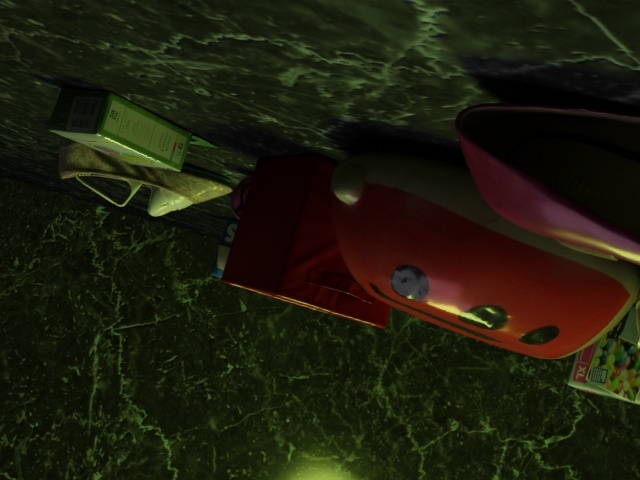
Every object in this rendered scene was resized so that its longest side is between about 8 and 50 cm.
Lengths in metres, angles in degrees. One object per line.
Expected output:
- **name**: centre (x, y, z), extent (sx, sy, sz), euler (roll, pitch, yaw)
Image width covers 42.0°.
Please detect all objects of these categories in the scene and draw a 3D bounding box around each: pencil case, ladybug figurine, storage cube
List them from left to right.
- **pencil case**: centre (-0.065, -0.029, 1.435), extent (0.209, 0.095, 0.098), euler (38, -157, -50)
- **storage cube**: centre (0.000, 0.000, 1.179), extent (0.184, 0.193, 0.215), euler (20, 173, -29)
- **ladybug figurine**: centre (0.190, 0.029, 1.003), extent (0.450, 0.161, 0.305), euler (22, 170, -28)

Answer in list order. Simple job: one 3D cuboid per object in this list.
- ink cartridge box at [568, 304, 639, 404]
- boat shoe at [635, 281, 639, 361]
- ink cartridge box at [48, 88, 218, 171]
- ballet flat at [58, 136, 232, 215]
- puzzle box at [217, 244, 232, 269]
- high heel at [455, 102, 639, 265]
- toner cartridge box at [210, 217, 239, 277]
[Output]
- **ink cartridge box**: centre (0.614, 0.219, 1.589), extent (0.065, 0.185, 0.311), euler (21, 172, -23)
- **boat shoe**: centre (0.399, 0.058, 0.808), extent (0.122, 0.110, 0.341), euler (14, 160, 8)
- **ink cartridge box**: centre (-0.258, -0.144, 1.168), extent (0.109, 0.062, 0.209), euler (11, 173, 38)
- **ballet flat**: centre (-0.322, -0.104, 1.515), extent (0.316, 0.106, 0.107), euler (17, 174, -8)
- **puzzle box**: centre (0.031, 0.053, 1.703), extent (0.409, 0.052, 0.272), euler (0, -172, -37)
- **high heel**: centre (0.270, -0.027, 0.554), extent (0.377, 0.127, 0.181), euler (4, 161, 45)
- **toner cartridge box**: centre (-0.130, 0.046, 2.141), extent (0.348, 0.165, 0.075), euler (10, 171, 46)
